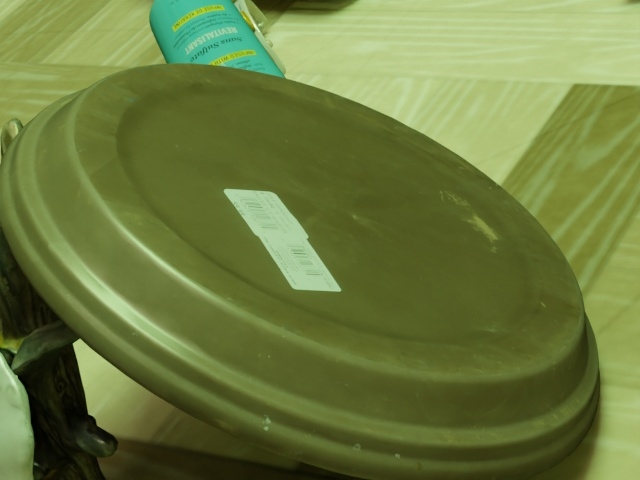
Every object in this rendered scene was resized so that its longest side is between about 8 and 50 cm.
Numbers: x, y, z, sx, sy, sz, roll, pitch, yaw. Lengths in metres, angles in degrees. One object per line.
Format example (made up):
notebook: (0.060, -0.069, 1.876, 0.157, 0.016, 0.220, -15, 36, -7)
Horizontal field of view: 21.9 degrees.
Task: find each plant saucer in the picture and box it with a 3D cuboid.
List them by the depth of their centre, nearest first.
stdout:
plant saucer: (0.000, 0.000, 0.712, 0.278, 0.041, 0.278, 19, 28, -11)

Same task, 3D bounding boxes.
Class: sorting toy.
sorting toy: (-0.069, -0.121, 1.082, 0.075, 0.045, 0.083, -35, 31, 9)

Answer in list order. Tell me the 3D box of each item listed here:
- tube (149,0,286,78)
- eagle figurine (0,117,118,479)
tube: (-0.044, -0.077, 0.972, 0.080, 0.052, 0.207, -28, 50, -3)
eagle figurine: (-0.238, 0.102, 0.690, 0.298, 0.225, 0.226, -14, 44, -13)
